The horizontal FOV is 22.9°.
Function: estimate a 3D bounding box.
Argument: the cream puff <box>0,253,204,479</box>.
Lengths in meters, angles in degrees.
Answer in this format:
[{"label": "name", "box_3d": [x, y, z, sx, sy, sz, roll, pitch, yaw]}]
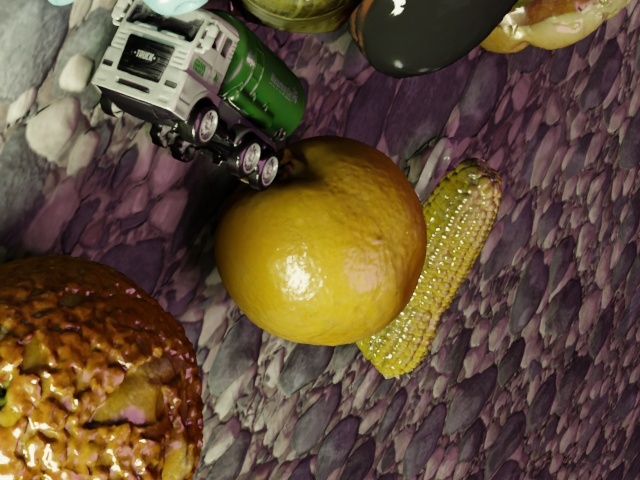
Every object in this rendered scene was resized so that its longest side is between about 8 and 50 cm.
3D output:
[{"label": "cream puff", "box_3d": [-0.210, 0.158, 1.277, 0.303, 0.212, 0.303, -48, 151, -38]}]

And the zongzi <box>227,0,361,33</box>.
[{"label": "zongzi", "box_3d": [0.006, -0.321, 1.266, 0.286, 0.138, 0.300, -143, -110, -86]}]

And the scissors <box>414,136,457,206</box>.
[{"label": "scissors", "box_3d": [0.104, -0.036, 1.877, 0.212, 0.021, 0.110, -48, 153, -29]}]

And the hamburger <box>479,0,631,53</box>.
[{"label": "hamburger", "box_3d": [0.285, -0.349, 1.719, 0.330, 0.209, 0.162, -56, 153, -20]}]

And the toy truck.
[{"label": "toy truck", "box_3d": [-0.092, -0.130, 1.357, 0.125, 0.101, 0.242, -67, 156, -4]}]

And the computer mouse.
[{"label": "computer mouse", "box_3d": [0.148, -0.302, 1.559, 0.183, 0.116, 0.323, 14, 108, -47]}]

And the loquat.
[{"label": "loquat", "box_3d": [0.000, 0.000, 1.527, 0.208, 0.208, 0.208, -42, 146, -37]}]

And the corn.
[{"label": "corn", "box_3d": [0.128, 0.030, 1.863, 0.101, 0.101, 0.291, -17, 139, -55]}]

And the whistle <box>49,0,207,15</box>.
[{"label": "whistle", "box_3d": [-0.153, -0.249, 1.150, 0.186, 0.093, 0.274, -45, 150, 2]}]
